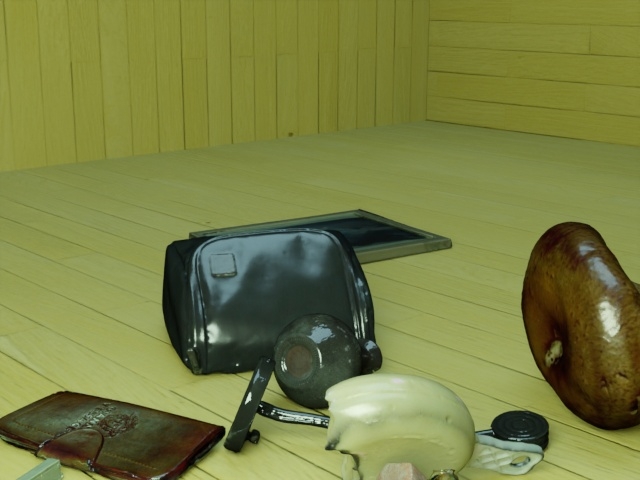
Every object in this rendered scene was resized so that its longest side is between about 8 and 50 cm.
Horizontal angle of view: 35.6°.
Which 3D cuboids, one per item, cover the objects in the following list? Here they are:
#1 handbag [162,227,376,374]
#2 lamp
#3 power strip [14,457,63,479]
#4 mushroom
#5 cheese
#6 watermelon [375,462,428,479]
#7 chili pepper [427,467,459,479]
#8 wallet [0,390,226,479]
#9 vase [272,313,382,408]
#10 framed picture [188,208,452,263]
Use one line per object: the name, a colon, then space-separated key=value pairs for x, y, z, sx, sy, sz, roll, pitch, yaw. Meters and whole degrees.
handbag: x=-0.078 y=0.070 z=1.459 sx=0.302 sy=0.177 sz=0.275 roll=-2 pitch=14 yaw=-11
lamp: x=0.077 y=0.189 z=1.129 sx=0.371 sy=0.108 sz=0.130 roll=2 pitch=17 yaw=5
power strip: x=-0.296 y=0.252 z=1.039 sx=0.017 sy=0.027 sz=0.083 roll=5 pitch=13 yaw=19
mushroom: x=0.351 y=0.091 z=1.224 sx=0.254 sy=0.267 sz=0.267 roll=-30 pitch=28 yaw=-28
cheese: x=0.121 y=0.198 z=1.015 sx=0.249 sy=0.163 sz=0.070 roll=0 pitch=47 yaw=-9
watermelon: x=0.091 y=0.254 z=0.954 sx=0.092 sy=0.072 sz=0.084 roll=0 pitch=33 yaw=-18
chili pepper: x=0.230 y=0.290 z=0.753 sx=0.110 sy=0.110 sz=0.387 roll=-12 pitch=24 yaw=-41
wallet: x=-0.247 y=0.223 z=1.143 sx=0.255 sy=0.031 sz=0.137 roll=6 pitch=18 yaw=29
vase: x=0.017 y=0.156 z=1.293 sx=0.120 sy=0.120 sz=0.183 roll=9 pitch=-1 yaw=31
framed picture: x=0.000 y=0.000 z=2.053 sx=0.446 sy=0.028 sz=0.326 roll=-9 pitch=17 yaw=-34
